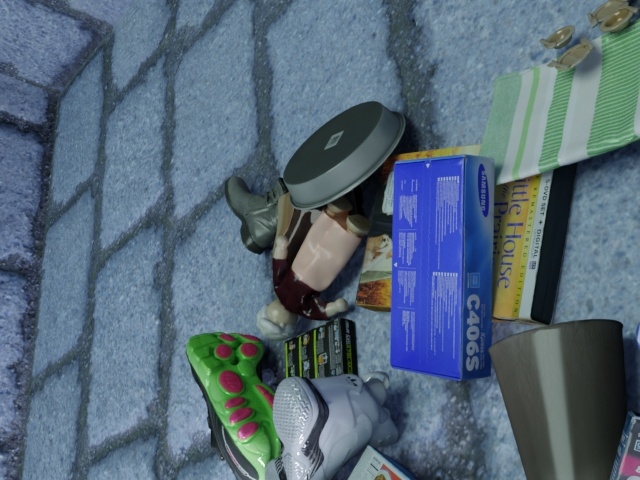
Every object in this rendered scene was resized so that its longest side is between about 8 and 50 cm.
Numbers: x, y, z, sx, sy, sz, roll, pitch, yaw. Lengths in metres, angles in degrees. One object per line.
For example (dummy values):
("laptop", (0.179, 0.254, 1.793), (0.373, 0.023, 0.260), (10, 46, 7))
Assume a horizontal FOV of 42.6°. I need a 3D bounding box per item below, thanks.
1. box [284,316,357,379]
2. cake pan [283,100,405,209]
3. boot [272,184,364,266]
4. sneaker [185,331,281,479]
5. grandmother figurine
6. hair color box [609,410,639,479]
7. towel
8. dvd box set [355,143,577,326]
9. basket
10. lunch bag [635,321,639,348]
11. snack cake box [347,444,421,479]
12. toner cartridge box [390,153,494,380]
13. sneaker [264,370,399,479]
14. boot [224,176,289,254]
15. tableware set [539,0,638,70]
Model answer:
("box", (-0.001, 0.271, 1.650), (0.184, 0.045, 0.191), (-32, 52, 44))
("cake pan", (0.039, -0.182, 1.673), (0.293, 0.054, 0.293), (-33, 25, 17))
("boot", (0.000, 0.000, 1.733), (0.206, 0.090, 0.249), (-7, 86, 37))
("sneaker", (-0.190, 0.348, 1.740), (0.483, 0.185, 0.202), (-122, 41, -61))
("grandmother figurine", (-0.022, 0.079, 1.682), (0.208, 0.104, 0.342), (51, 118, 29))
("hair color box", (0.395, 0.390, 0.936), (0.173, 0.105, 0.347), (15, 88, 19))
("towel", (0.393, -0.218, 1.277), (0.324, 0.038, 0.248), (-16, 46, 44))
("dvd box set", (0.241, -0.016, 1.440), (0.420, 0.062, 0.308), (1, 76, 53))
("basket", (0.339, 0.245, 1.129), (0.204, 0.154, 0.227), (-27, 58, 45))
("lunch bag", (0.499, 0.135, 0.897), (0.243, 0.115, 0.303), (-20, 44, -4))
("snack cake box", (0.107, 0.435, 1.288), (0.152, 0.089, 0.264), (-57, 10, -7))
("toner cartridge box", (0.196, 0.042, 1.331), (0.165, 0.075, 0.348), (1, 90, 52))
("sneaker", (0.022, 0.387, 1.478), (0.137, 0.210, 0.366), (-132, 40, -51))
("boot", (-0.134, -0.097, 1.972), (0.161, 0.083, 0.247), (-43, 50, 23))
("tableware set", (0.426, -0.334, 1.303), (0.168, 0.020, 0.141), (-36, 23, 15))
